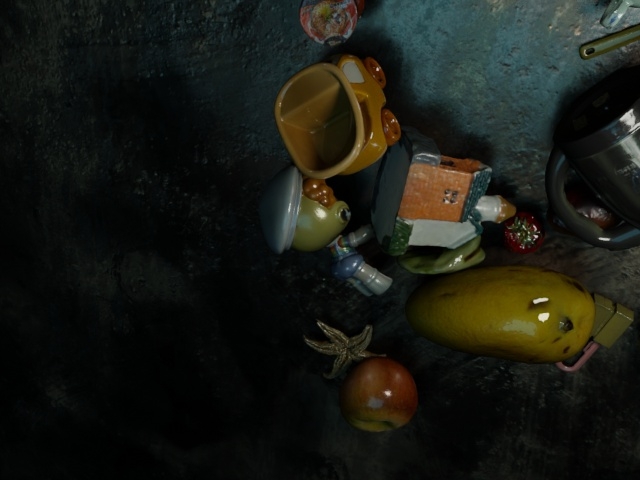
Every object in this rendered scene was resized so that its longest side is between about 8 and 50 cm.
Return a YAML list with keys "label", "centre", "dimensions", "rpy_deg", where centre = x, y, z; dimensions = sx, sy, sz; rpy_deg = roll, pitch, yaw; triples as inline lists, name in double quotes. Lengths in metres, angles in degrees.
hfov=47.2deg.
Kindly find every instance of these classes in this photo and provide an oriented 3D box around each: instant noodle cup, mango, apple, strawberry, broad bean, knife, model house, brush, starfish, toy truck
- label: "instant noodle cup"
  centre: [0.034, -0.484, 1.529]
  dimensions: [0.127, 0.136, 0.127]
  rpy_deg: [9, 120, 15]
- label: "mango"
  centre: [0.398, 0.162, 1.690]
  dimensions: [0.445, 0.301, 0.221]
  rpy_deg: [3, 90, 39]
- label: "apple"
  centre: [0.152, 0.410, 1.954]
  dimensions: [0.210, 0.173, 0.235]
  rpy_deg: [18, 145, -28]
- label: "strawberry"
  centre: [0.459, -0.017, 1.670]
  dimensions: [0.106, 0.106, 0.106]
  rpy_deg: [8, 120, 15]
- label: "broad bean"
  centre: [0.582, -0.064, 1.602]
  dimensions: [0.165, 0.084, 0.114]
  rpy_deg: [-22, 106, 22]
- label: "knife"
  centre: [0.666, -0.431, 1.402]
  dimensions: [0.343, 0.027, 0.061]
  rpy_deg: [-16, 107, 26]
- label: "model house"
  centre: [0.287, -0.099, 1.658]
  dimensions: [0.300, 0.190, 0.272]
  rpy_deg: [8, 117, -8]
- label: "broad bean"
  centre: [0.284, 0.041, 1.730]
  dimensions: [0.206, 0.153, 0.072]
  rpy_deg: [-16, 97, 12]
- label: "brush"
  centre: [0.644, 0.240, 1.769]
  dimensions: [0.103, 0.047, 0.233]
  rpy_deg: [27, 124, 3]
- label: "starfish"
  centre: [0.063, 0.297, 2.006]
  dimensions: [0.227, 0.043, 0.240]
  rpy_deg: [30, 122, 1]
- label: "toy truck"
  centre: [0.036, -0.265, 1.570]
  dimensions: [0.204, 0.211, 0.288]
  rpy_deg: [-25, 75, 30]

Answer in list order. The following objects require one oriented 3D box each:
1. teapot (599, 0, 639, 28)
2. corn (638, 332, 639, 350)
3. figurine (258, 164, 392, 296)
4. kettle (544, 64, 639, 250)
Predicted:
- label: "teapot"
  centre: [0.591, -0.489, 1.325]
  dimensions: [0.159, 0.159, 0.232]
  rpy_deg: [35, 123, -2]
- label: "corn"
  centre: [0.847, 0.324, 1.707]
  dimensions: [0.119, 0.119, 0.322]
  rpy_deg: [-35, 97, 31]
- label: "figurine"
  centre: [0.014, -0.003, 1.741]
  dimensions: [0.382, 0.205, 0.224]
  rpy_deg: [40, 158, 0]
- label: "kettle"
  centre: [0.620, -0.127, 1.464]
  dimensions: [0.321, 0.228, 0.324]
  rpy_deg: [-39, 105, 21]
